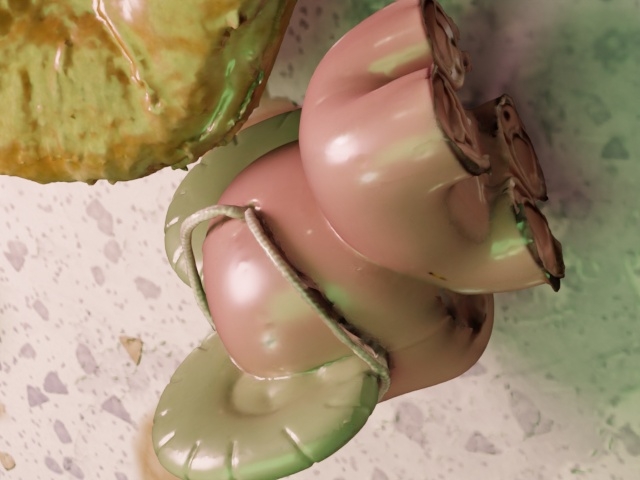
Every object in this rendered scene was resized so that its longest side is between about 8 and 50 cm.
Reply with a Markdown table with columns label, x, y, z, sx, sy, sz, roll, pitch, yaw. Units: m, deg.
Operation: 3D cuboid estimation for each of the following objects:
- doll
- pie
| label | x | y | z | sx | sy | sz | roll | pitch | yaw |
| --- | --- | --- | --- | --- | --- | --- | --- | --- | --- |
| doll | 0.000 | 0.000 | 0.867 | 0.268 | 0.284 | 0.216 | -24 | 133 | 21 |
| pie | -0.162 | -0.187 | 0.832 | 0.339 | 0.083 | 0.340 | 6 | 118 | 11 |
